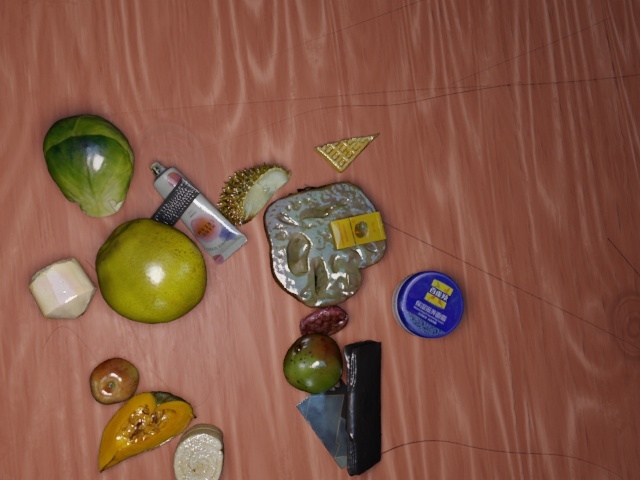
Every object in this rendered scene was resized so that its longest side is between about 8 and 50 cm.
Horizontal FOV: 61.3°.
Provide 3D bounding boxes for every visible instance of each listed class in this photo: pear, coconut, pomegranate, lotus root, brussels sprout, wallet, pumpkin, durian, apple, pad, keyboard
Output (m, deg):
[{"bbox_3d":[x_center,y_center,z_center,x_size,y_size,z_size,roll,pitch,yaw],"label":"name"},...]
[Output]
[{"bbox_3d":[-0.442,0.088,1.427,0.294,0.294,0.294,1,85,-13],"label":"pear"},{"bbox_3d":[-0.676,0.136,1.430,0.147,0.147,0.152,-30,95,-13],"label":"coconut"},{"bbox_3d":[-0.006,0.371,1.561,0.180,0.180,0.209,-43,122,-13],"label":"pomegranate"},{"bbox_3d":[0.000,0.000,1.618,0.375,0.111,0.390,28,80,-7],"label":"lotus root"},{"bbox_3d":[-0.609,-0.201,1.447,0.220,0.210,0.271,-13,104,-9],"label":"brussels sprout"},{"bbox_3d":[0.128,0.487,1.581,0.051,0.197,0.377,-4,84,31],"label":"wallet"},{"bbox_3d":[-0.469,0.505,1.482,0.278,0.111,0.163,-49,138,7],"label":"pumpkin"},{"bbox_3d":[-0.196,-0.145,1.586,0.139,0.144,0.252,44,71,-29],"label":"durian"},{"bbox_3d":[-0.555,0.379,1.458,0.126,0.102,0.126,1,86,-14],"label":"apple"},{"bbox_3d":[0.058,0.547,1.637,0.164,0.004,0.243,-36,94,-13],"label":"pad"},{"bbox_3d":[-0.422,-0.082,1.522,0.067,0.011,0.202,39,108,-10],"label":"keyboard"}]

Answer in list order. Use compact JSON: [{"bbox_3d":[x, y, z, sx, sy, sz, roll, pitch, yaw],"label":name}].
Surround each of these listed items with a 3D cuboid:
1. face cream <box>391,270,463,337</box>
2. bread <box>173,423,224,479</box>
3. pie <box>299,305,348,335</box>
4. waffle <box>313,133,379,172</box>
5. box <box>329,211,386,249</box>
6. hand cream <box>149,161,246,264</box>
[{"bbox_3d":[0.326,0.198,1.671,0.206,0.111,0.205,1,85,-14],"label":"face cream"},{"bbox_3d":[-0.329,0.587,1.475,0.134,0.141,0.148,12,82,-8],"label":"bread"},{"bbox_3d":[0.009,0.241,1.590,0.154,0.153,0.038,-5,53,-13],"label":"pie"},{"bbox_3d":[0.085,-0.315,1.700,0.125,0.032,0.191,42,76,-4],"label":"waffle"},{"bbox_3d":[0.110,-0.029,1.582,0.155,0.023,0.086,-12,81,-15],"label":"box"},{"bbox_3d":[-0.365,-0.088,1.548,0.124,0.078,0.340,-39,96,16],"label":"hand cream"}]
